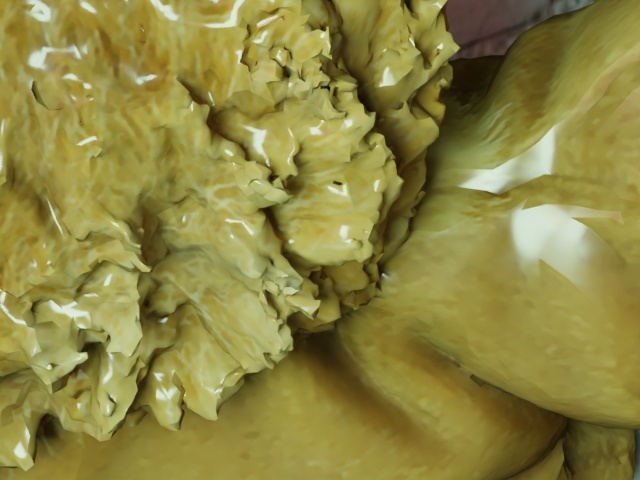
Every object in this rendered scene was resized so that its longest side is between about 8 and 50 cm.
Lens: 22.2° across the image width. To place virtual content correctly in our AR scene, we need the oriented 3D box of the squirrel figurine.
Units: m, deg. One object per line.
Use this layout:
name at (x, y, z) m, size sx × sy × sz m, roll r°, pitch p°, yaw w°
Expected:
squirrel figurine at (0.000, 0.000, 0.505) m, size 0.370 × 0.397 × 0.281 m, roll -14°, pitch 64°, yaw 34°
